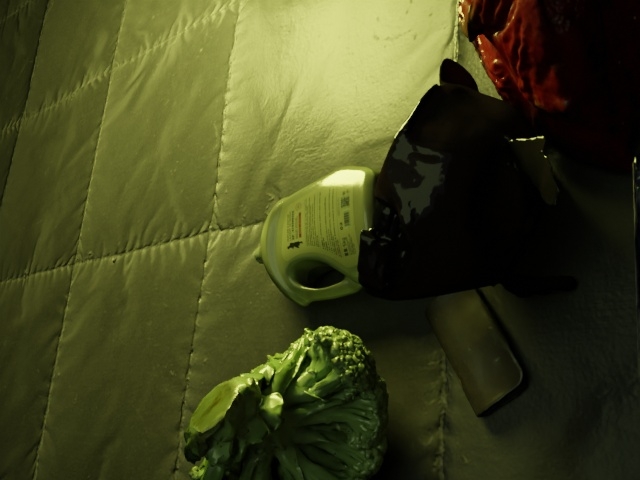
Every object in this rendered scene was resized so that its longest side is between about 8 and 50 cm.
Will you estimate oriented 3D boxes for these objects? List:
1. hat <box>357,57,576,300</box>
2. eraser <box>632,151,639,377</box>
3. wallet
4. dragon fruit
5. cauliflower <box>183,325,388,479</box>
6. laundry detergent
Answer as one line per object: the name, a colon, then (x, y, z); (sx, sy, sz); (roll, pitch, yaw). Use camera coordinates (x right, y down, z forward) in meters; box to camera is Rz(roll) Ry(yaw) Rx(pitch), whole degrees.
hat: (0.194, -0.062, 0.770); (0.209, 0.238, 0.336); (13, 43, 20)
eraser: (0.363, 0.053, 0.635); (0.130, 0.086, 0.287); (-11, 67, 40)
wallet: (0.182, 0.124, 0.831); (0.082, 0.018, 0.157); (-44, 48, 24)
dragon fruit: (0.255, -0.288, 0.755); (0.240, 0.330, 0.302); (-39, 45, -2)
cauliflower: (-0.065, 0.236, 0.861); (0.272, 0.250, 0.275); (-7, 65, 40)
laundry detergent: (0.000, 0.000, 1.005); (0.253, 0.091, 0.181); (-17, 68, 39)
